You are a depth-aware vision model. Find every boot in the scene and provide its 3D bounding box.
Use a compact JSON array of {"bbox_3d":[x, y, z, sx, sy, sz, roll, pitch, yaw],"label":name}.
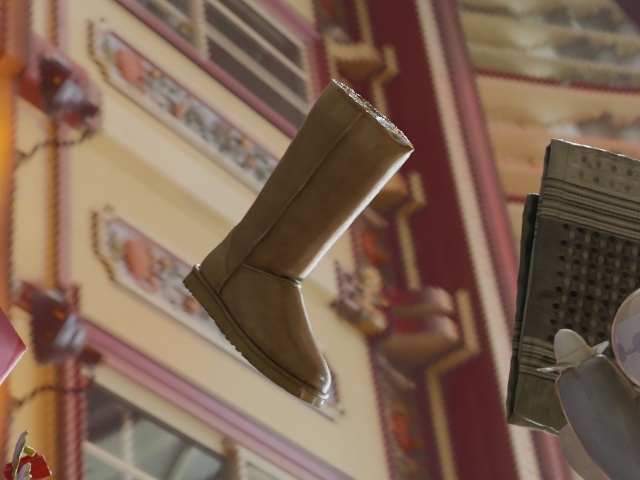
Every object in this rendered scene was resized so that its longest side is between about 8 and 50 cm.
[{"bbox_3d":[0.000,0.000,1.756,0.269,0.089,0.236,-51,-124,8],"label":"boot"}]

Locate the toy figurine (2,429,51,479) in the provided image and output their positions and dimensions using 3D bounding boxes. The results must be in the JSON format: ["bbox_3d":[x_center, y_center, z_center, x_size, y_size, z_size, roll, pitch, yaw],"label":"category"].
[{"bbox_3d":[-0.313,0.330,1.494,0.217,0.191,0.362,-22,-163,-5],"label":"toy figurine"}]

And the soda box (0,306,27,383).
[{"bbox_3d":[-0.349,0.145,1.401,0.092,0.083,0.263,-7,-146,33],"label":"soda box"}]

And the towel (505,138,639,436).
[{"bbox_3d":[0.345,0.072,1.727,0.056,0.324,0.312,129,-26,-67],"label":"towel"}]

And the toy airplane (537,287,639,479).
[{"bbox_3d":[0.338,0.104,1.325,0.384,0.272,0.386,47,-55,51],"label":"toy airplane"}]
